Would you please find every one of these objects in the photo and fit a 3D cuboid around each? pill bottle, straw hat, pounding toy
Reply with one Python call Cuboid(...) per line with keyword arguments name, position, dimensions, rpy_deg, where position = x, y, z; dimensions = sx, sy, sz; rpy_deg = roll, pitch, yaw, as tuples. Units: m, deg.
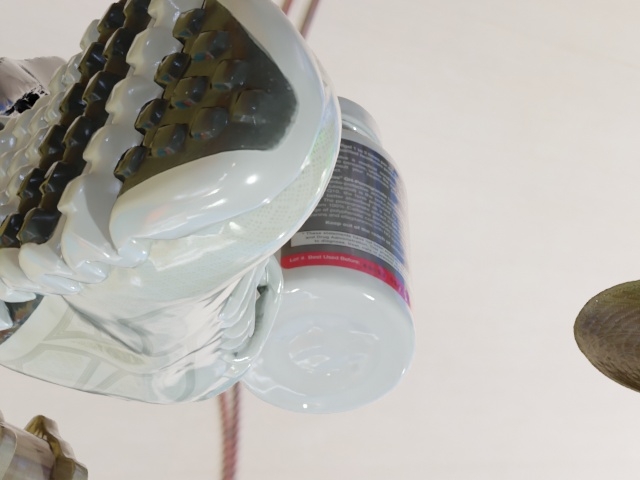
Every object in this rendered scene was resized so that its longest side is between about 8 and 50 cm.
Cuboid(name="pill bottle", position=(0.000, 0.000, 1.596), dimensions=(0.176, 0.318, 0.176), rpy_deg=(0, 131, 0))
Cuboid(name="straw hat", position=(0.201, 0.074, 0.840), dimensions=(0.144, 0.144, 0.061), rpy_deg=(-23, 125, -36))
Cuboid(name="pounding toy", position=(-0.301, 0.185, 1.281), dimensions=(0.155, 0.269, 0.154), rpy_deg=(31, 89, -24))

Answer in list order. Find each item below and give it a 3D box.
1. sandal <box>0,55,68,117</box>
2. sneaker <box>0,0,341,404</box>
Cuboid(name="sandal", position=(-0.201, -0.029, 0.992), dimensions=(0.167, 0.107, 0.446), rpy_deg=(-42, -175, 13))
Cuboid(name="sneaker", position=(-0.055, -0.001, 0.545), dimensions=(0.118, 0.292, 0.110), rpy_deg=(32, 69, -18))
